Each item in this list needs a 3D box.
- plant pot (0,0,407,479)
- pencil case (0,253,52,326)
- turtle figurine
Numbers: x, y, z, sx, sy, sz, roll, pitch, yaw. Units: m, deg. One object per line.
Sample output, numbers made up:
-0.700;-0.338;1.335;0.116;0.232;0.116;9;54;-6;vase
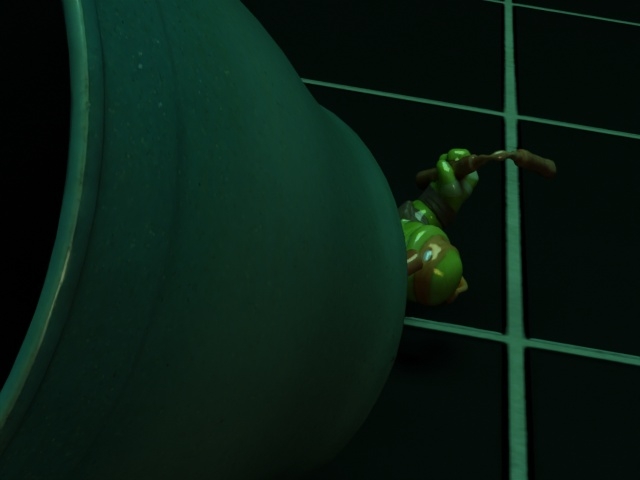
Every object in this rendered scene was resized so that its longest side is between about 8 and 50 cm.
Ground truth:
-0.106;0.001;0.614;0.272;0.271;0.255;23;4;35;plant pot
-0.197;0.030;0.754;0.209;0.095;0.098;-7;0;-42;pencil case
0.000;0.000;0.920;0.217;0.087;0.269;12;27;31;turtle figurine
